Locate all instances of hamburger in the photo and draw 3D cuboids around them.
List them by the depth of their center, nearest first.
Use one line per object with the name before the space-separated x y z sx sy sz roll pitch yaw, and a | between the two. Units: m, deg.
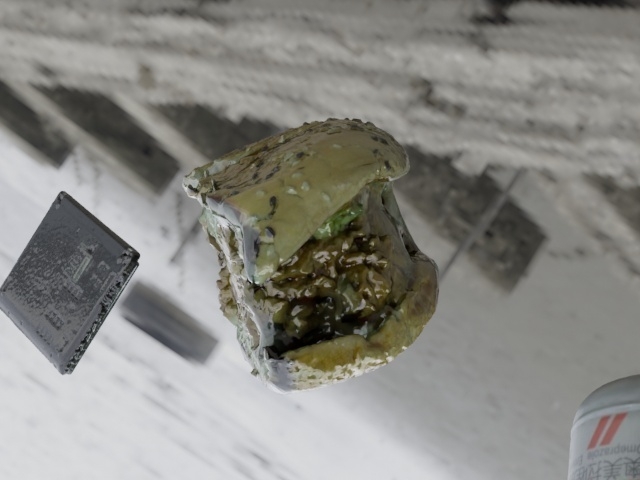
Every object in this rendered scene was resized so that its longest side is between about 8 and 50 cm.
hamburger | 0.000 0.000 1.333 0.168 0.192 0.288 66 171 -12

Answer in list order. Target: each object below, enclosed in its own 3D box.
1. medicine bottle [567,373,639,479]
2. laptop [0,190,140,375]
medicine bottle | 0.366 0.310 1.726 0.245 0.306 0.245 7 155 3
laptop | -0.235 0.035 1.566 0.016 0.129 0.180 31 -179 -36
